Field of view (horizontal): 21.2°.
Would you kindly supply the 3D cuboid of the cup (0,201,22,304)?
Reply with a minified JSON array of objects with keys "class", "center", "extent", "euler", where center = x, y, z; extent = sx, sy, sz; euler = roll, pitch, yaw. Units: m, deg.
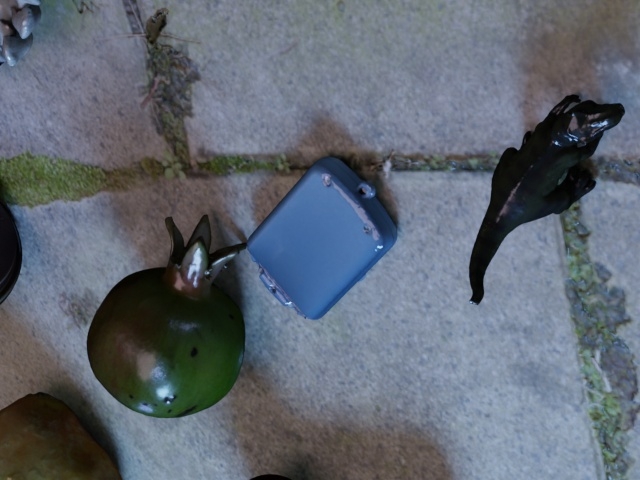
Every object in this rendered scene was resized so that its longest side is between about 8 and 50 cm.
[{"class":"cup","center":[-0.499,0.045,2.148],"extent":[0.196,0.196,0.280],"euler":[54,142,4]}]

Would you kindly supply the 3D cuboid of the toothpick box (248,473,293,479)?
[{"class":"toothpick box","center":[0.004,0.369,1.884],"extent":[0.294,0.192,0.192],"euler":[8,117,32]}]

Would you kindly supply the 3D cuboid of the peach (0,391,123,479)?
[{"class":"peach","center":[-0.354,0.311,2.161],"extent":[0.214,0.214,0.235],"euler":[-6,91,42]}]

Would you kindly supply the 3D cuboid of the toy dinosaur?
[{"class":"toy dinosaur","center":[0.180,-0.056,1.507],"extent":[0.087,0.179,0.187],"euler":[38,129,18]}]

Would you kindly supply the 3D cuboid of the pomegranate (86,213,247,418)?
[{"class":"pomegranate","center":[-0.160,0.084,1.888],"extent":[0.181,0.181,0.224],"euler":[28,112,27]}]

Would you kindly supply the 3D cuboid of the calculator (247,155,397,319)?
[{"class":"calculator","center":[0.000,0.000,1.790],"extent":[0.121,0.039,0.210],"euler":[49,134,7]}]

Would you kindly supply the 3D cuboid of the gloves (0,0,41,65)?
[{"class":"gloves","center":[-0.375,-0.260,1.914],"extent":[0.140,0.131,0.219],"euler":[46,118,-7]}]
